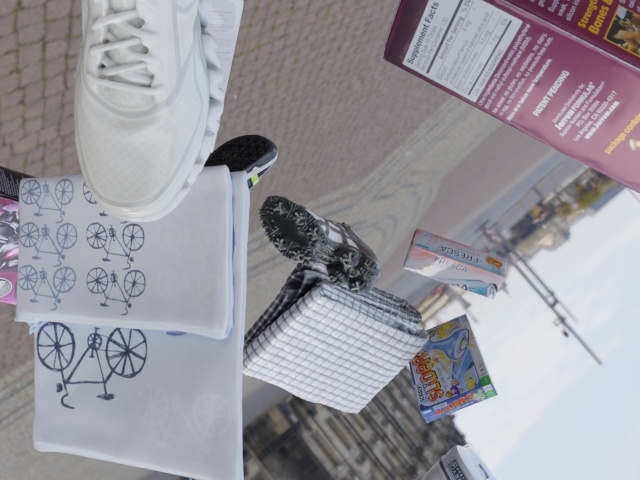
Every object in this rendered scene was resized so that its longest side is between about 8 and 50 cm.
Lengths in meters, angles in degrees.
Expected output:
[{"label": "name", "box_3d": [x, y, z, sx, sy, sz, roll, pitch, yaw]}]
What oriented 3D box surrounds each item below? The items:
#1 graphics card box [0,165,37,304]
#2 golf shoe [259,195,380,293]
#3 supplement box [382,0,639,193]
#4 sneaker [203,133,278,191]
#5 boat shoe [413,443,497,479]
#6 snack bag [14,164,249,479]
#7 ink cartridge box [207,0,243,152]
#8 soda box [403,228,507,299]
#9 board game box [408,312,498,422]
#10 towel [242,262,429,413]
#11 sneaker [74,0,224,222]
[{"label": "graphics card box", "box_3d": [-0.531, -0.002, 1.261, 0.233, 0.094, 0.371, -46, 143, 20]}, {"label": "golf shoe", "box_3d": [0.000, 0.000, 1.071, 0.077, 0.198, 0.094, -51, -177, 22]}, {"label": "supplement box", "box_3d": [0.144, -0.116, 0.410, 0.104, 0.188, 0.081, -59, 175, -29]}, {"label": "sneaker", "box_3d": [-0.152, -0.074, 1.155, 0.234, 0.084, 0.097, -34, 138, 14]}, {"label": "boat shoe", "box_3d": [0.216, 0.433, 1.211, 0.156, 0.136, 0.367, -36, 156, 6]}, {"label": "snack bag", "box_3d": [-0.222, 0.092, 0.823, 0.323, 0.343, 0.037, 1, 180, 28]}, {"label": "ink cartridge box", "box_3d": [-0.239, -0.297, 1.216, 0.175, 0.069, 0.371, -5, 141, -25]}, {"label": "soda box", "box_3d": [0.252, 0.044, 1.385, 0.058, 0.183, 0.063, -65, 173, -50]}, {"label": "board game box", "box_3d": [0.235, 0.231, 1.361, 0.136, 0.035, 0.201, -25, -151, 10]}, {"label": "towel", "box_3d": [0.016, 0.173, 1.306, 0.283, 0.121, 0.235, 26, 120, -30]}, {"label": "sneaker", "box_3d": [-0.114, -0.152, 0.467, 0.118, 0.110, 0.292, -59, 159, -78]}]
